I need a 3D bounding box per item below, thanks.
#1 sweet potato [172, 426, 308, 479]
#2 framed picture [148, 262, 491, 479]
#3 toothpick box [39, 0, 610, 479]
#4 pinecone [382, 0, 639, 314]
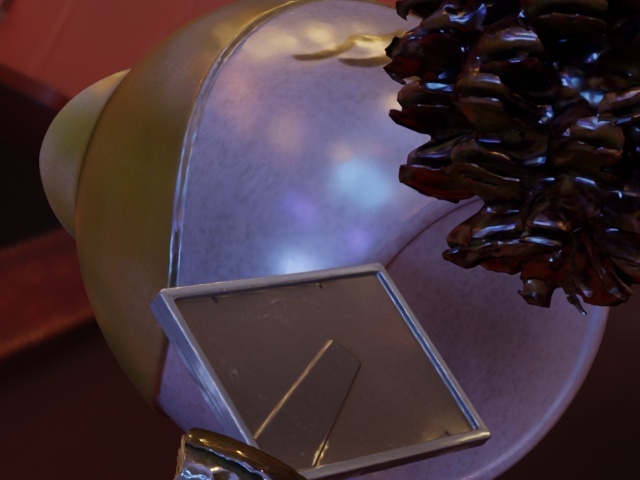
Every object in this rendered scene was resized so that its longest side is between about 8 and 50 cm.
[{"bbox_3d":[0.002,0.190,0.912,0.112,0.085,0.286,49,-5,-38],"label":"sweet potato"},{"bbox_3d":[0.004,0.083,1.166,0.203,0.015,0.150,-7,55,-46],"label":"framed picture"},{"bbox_3d":[0.000,0.000,1.542,0.409,0.409,0.425,28,6,-43],"label":"toothpick box"},{"bbox_3d":[0.129,-0.064,0.861,0.221,0.221,0.221,26,-2,1],"label":"pinecone"}]
